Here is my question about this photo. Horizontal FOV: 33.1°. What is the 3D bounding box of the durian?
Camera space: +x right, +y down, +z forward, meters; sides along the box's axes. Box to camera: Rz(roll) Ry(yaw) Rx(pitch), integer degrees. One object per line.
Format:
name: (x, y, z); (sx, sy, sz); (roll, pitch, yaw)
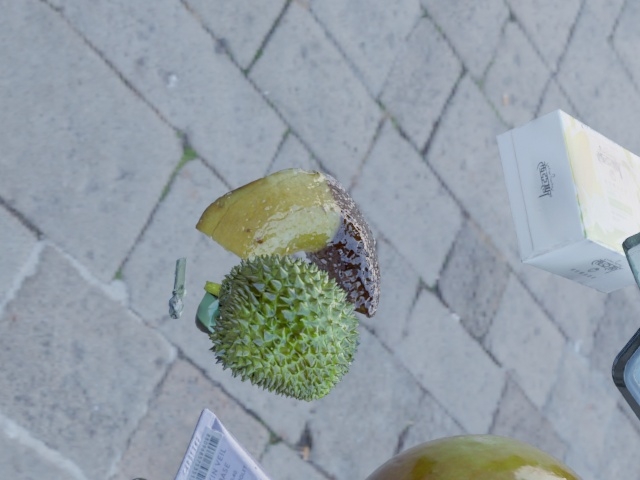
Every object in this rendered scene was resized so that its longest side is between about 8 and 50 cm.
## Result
durian: (-0.035, 0.085, 1.166); (0.159, 0.198, 0.146); (21, 106, -23)

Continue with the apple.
apple: (0.205, 0.446, 1.411); (0.374, 0.374, 0.384); (-16, 100, -46)

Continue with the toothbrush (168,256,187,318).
toothbrush: (-0.245, 0.078, 1.870); (0.026, 0.294, 0.028); (-12, 105, -1)

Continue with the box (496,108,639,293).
box: (0.371, -0.049, 1.525); (0.260, 0.111, 0.194); (15, 60, -46)

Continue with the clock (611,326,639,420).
clock: (0.573, 0.197, 1.614); (0.273, 0.049, 0.279); (-44, 109, -20)

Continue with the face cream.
face cream: (-0.123, 0.391, 1.658); (0.274, 0.096, 0.154); (48, 50, -35)

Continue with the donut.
donut: (0.000, 0.000, 1.468); (0.295, 0.112, 0.151); (25, 107, -31)

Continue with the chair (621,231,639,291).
chair: (0.512, 0.017, 1.243); (0.136, 0.270, 0.147); (53, 9, -50)

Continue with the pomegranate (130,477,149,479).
pomegranate: (-0.296, 0.415, 1.735); (0.084, 0.073, 0.073); (40, 60, -39)
